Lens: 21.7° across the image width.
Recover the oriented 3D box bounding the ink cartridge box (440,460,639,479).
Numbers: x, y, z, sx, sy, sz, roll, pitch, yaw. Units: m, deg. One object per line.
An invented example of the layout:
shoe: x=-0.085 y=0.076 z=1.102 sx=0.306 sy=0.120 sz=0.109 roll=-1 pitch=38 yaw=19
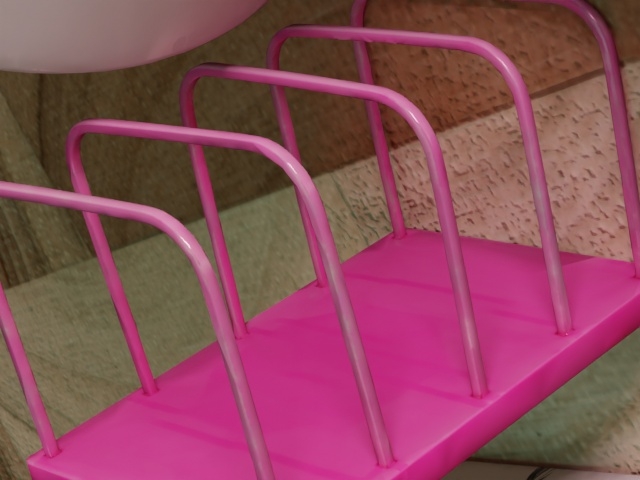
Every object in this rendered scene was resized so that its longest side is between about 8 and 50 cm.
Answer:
ink cartridge box: x=0.153 y=0.224 z=1.003 sx=0.219 sy=0.092 sz=0.160 roll=-3 pitch=115 yaw=52

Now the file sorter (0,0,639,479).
file sorter: x=0.000 y=0.000 z=0.838 sx=0.202 sy=0.290 sz=0.182 roll=10 pitch=122 yaw=46

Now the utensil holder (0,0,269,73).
utensil holder: x=-0.109 y=-0.307 z=0.693 sx=0.327 sy=0.327 sz=0.385 roll=45 pitch=146 yaw=16
